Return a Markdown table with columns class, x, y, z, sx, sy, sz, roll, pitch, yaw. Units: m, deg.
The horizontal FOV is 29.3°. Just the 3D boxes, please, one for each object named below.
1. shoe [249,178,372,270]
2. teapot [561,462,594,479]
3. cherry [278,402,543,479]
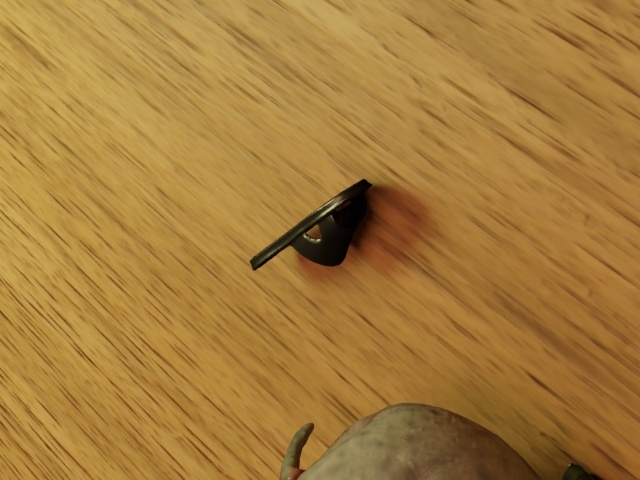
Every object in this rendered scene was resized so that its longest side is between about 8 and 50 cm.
| class | x | y | z | sx | sy | sz | roll | pitch | yaw |
| --- | --- | --- | --- | --- | --- | --- | --- | --- | --- |
| shoe | 0.000 | 0.000 | 1.072 | 0.159 | 0.062 | 0.053 | -32 | 90 | 42 |
| teapot | 0.229 | 0.207 | 0.915 | 0.111 | 0.043 | 0.042 | 30 | 119 | 40 |
| cherry | 0.072 | 0.292 | 0.929 | 0.335 | 0.291 | 0.326 | 17 | 93 | 15 |
